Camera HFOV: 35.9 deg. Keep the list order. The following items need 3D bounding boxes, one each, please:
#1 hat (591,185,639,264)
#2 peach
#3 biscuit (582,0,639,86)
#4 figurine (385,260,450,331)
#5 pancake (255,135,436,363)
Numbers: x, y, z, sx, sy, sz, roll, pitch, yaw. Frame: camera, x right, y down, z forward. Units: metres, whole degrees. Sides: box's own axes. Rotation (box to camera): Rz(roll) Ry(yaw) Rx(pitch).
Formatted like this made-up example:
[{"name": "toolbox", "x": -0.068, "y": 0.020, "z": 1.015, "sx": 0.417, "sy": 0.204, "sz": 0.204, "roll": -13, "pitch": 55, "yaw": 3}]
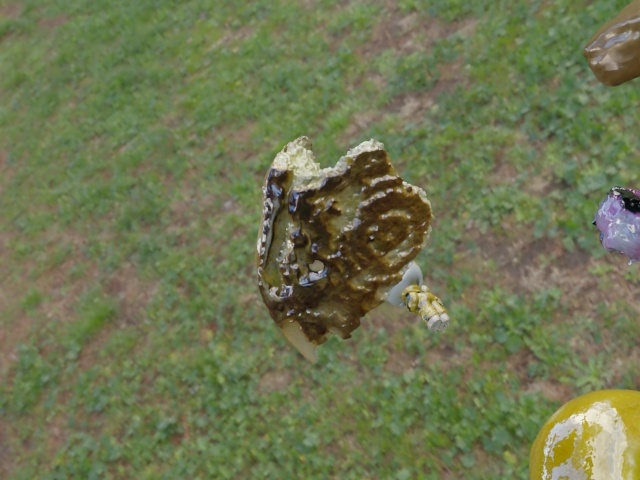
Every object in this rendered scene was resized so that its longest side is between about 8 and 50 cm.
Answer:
[{"name": "hat", "x": 0.232, "y": 0.045, "z": 0.471, "sx": 0.227, "sy": 0.129, "sz": 0.140, "roll": 42, "pitch": 62, "yaw": 13}, {"name": "peach", "x": 0.346, "y": 0.282, "z": 1.087, "sx": 0.153, "sy": 0.251, "sz": 0.251, "roll": 115, "pitch": 172, "yaw": -48}, {"name": "biscuit", "x": 0.194, "y": -0.116, "z": 0.403, "sx": 0.215, "sy": 0.034, "sz": 0.182, "roll": -31, "pitch": 8, "yaw": -36}, {"name": "figurine", "x": 0.120, "y": 0.071, "z": 1.369, "sx": 0.068, "sy": 0.101, "sz": 0.143, "roll": -62, "pitch": 24, "yaw": 25}, {"name": "pancake", "x": 0.000, "y": 0.000, "z": 1.111, "sx": 0.257, "sy": 0.212, "sz": 0.056, "roll": -53, "pitch": 27, "yaw": 5}]
